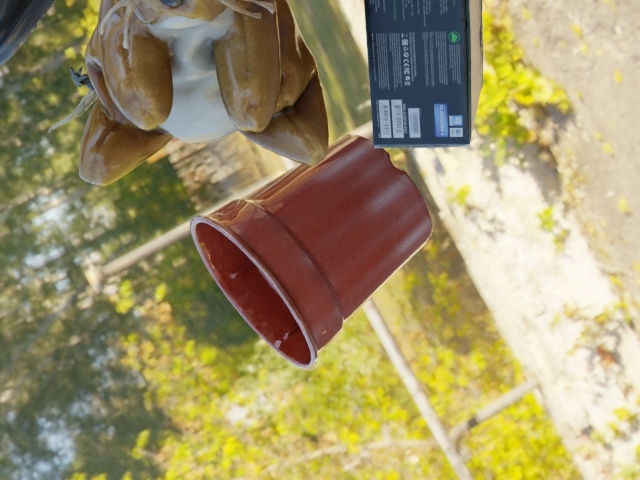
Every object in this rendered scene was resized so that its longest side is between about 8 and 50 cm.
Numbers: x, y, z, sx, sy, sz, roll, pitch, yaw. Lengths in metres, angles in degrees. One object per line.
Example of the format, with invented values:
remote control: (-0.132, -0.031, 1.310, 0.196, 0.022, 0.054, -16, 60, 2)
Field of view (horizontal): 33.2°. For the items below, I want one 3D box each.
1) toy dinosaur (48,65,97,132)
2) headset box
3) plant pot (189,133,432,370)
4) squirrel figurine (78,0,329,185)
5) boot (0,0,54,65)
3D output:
toy dinosaur: (-0.449, -0.324, 2.170, 0.064, 0.268, 0.118, 40, 159, 11)
headset box: (0.146, -0.285, 1.438, 0.283, 0.131, 0.246, -64, -28, -63)
plant pot: (0.000, 0.000, 1.548, 0.272, 0.265, 0.272, 45, 160, 21)
squirrel figurine: (-0.137, -0.296, 1.112, 0.370, 0.281, 0.396, 80, -168, -64)
boot: (-0.562, -0.520, 1.557, 0.445, 0.367, 0.146, 34, 165, -28)
